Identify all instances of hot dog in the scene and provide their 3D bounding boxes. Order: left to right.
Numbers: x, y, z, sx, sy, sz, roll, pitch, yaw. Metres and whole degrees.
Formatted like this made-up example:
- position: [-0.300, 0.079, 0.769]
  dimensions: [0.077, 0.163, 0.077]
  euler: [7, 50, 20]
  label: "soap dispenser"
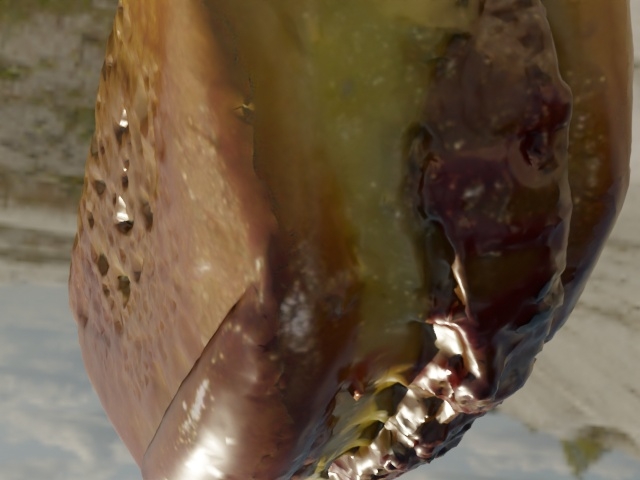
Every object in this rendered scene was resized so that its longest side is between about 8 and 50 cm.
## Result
- position: [0.001, -0.001, 0.621]
  dimensions: [0.185, 0.223, 0.405]
  euler: [-9, 156, -19]
  label: "hot dog"
